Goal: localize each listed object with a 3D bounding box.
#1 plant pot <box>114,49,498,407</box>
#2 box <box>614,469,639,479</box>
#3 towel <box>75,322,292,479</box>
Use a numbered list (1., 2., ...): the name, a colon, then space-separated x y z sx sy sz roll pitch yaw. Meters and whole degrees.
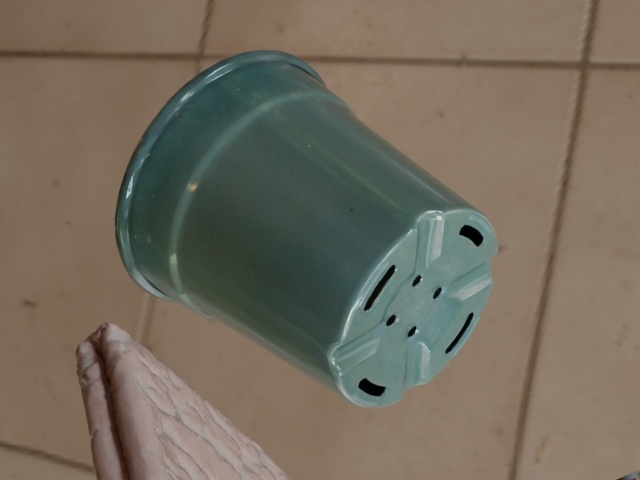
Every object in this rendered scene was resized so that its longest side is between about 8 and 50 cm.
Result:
1. plant pot: 0.000 0.000 1.567 0.334 0.341 0.341 34 100 36
2. box: 0.392 0.322 1.474 0.114 0.207 0.036 -23 30 -5
3. towel: -0.020 0.233 0.863 0.053 0.332 0.317 -38 31 5
